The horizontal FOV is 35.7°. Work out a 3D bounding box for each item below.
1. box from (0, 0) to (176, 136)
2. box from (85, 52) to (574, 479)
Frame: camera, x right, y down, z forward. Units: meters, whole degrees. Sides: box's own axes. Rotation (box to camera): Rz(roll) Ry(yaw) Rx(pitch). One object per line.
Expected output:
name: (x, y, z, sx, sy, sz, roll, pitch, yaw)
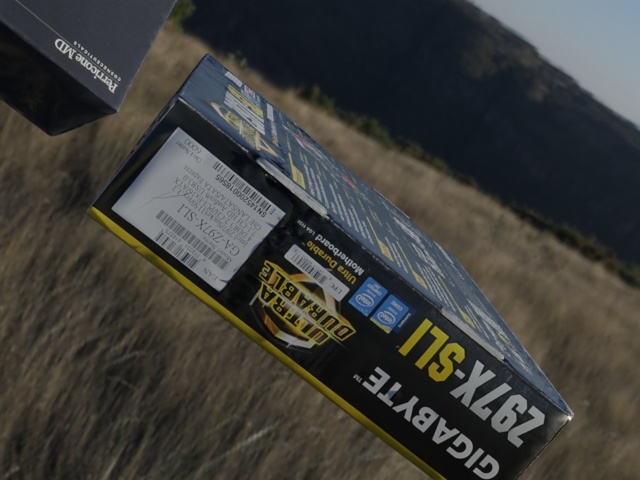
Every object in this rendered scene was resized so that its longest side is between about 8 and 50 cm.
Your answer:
box: (-0.354, -0.360, 1.217, 0.179, 0.312, 0.343, -10, -40, 47)
box: (0.000, 0.000, 0.627, 0.257, 0.079, 0.322, 37, 9, -12)
